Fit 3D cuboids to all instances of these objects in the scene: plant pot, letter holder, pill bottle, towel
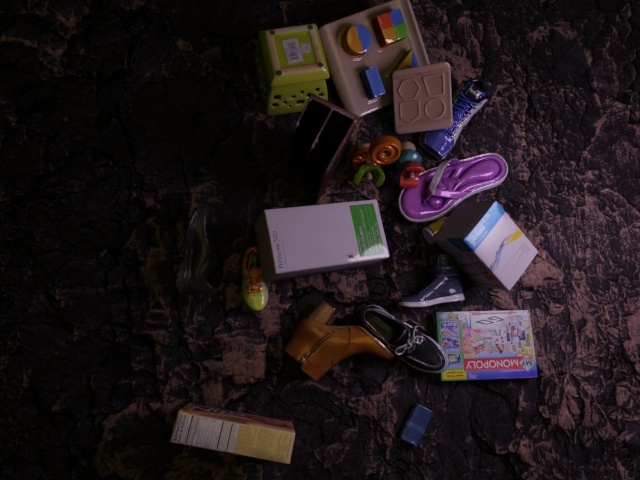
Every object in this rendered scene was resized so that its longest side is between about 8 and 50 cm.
[{"bbox_3d":[-0.093,-0.571,1.555,0.227,0.207,0.228,-11,80,-9],"label":"plant pot"},{"bbox_3d":[-0.020,-0.260,1.445,0.152,0.302,0.214,27,77,0],"label":"letter holder"},{"bbox_3d":[0.403,-0.039,1.566,0.116,0.065,0.065,-29,82,-12],"label":"pill bottle"},{"bbox_3d":[0.291,0.563,1.441,0.067,0.029,0.119,31,77,1],"label":"towel"}]

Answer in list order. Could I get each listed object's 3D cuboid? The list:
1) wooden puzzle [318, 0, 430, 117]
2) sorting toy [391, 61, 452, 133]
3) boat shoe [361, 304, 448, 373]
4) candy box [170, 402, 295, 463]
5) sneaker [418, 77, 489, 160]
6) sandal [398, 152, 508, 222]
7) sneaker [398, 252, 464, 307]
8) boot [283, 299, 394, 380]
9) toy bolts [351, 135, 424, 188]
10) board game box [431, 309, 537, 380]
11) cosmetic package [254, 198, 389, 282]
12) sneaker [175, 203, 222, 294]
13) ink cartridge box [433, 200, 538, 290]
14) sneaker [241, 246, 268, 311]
[{"bbox_3d":[0.202,-0.626,1.609,0.347,0.080,0.322,-25,104,-9],"label":"wooden puzzle"},{"bbox_3d":[0.339,-0.470,1.568,0.193,0.038,0.208,-2,101,24],"label":"sorting toy"},{"bbox_3d":[0.257,0.301,1.436,0.306,0.105,0.113,40,90,9],"label":"boat shoe"},{"bbox_3d":[-0.235,0.531,1.310,0.316,0.183,0.088,12,76,-4],"label":"candy box"},{"bbox_3d":[0.462,-0.442,1.600,0.127,0.182,0.315,35,76,3],"label":"sneaker"},{"bbox_3d":[0.442,-0.203,1.577,0.416,0.102,0.169,-27,71,-11],"label":"sandal"},{"bbox_3d":[0.344,0.127,1.504,0.226,0.086,0.164,-8,89,-18],"label":"sneaker"},{"bbox_3d":[0.052,0.343,1.435,0.295,0.104,0.211,33,82,7],"label":"boot"},{"bbox_3d":[0.229,-0.286,1.534,0.228,0.218,0.159,7,53,-12],"label":"toy bolts"},{"bbox_3d":[0.523,0.333,1.508,0.317,0.046,0.214,-1,77,-6],"label":"board game box"},{"bbox_3d":[0.000,0.000,1.431,0.365,0.155,0.197,-8,79,-23],"label":"cosmetic package"},{"bbox_3d":[-0.362,0.031,1.457,0.130,0.109,0.286,10,86,-11],"label":"sneaker"},{"bbox_3d":[0.517,0.016,1.481,0.232,0.171,0.168,45,78,-15],"label":"ink cartridge box"},{"bbox_3d":[-0.207,0.115,1.449,0.081,0.094,0.209,-7,79,-8],"label":"sneaker"}]
